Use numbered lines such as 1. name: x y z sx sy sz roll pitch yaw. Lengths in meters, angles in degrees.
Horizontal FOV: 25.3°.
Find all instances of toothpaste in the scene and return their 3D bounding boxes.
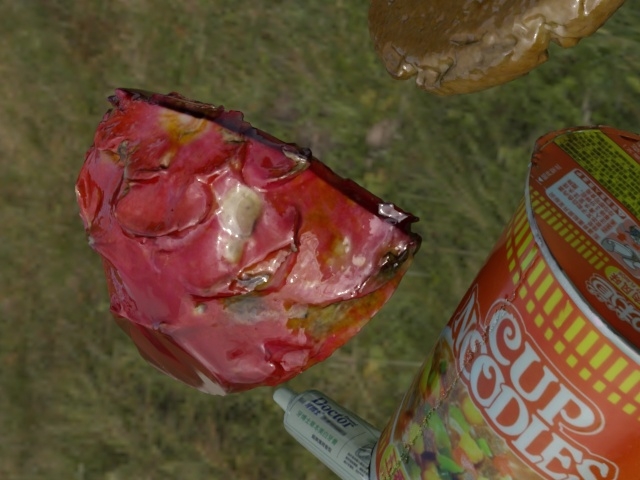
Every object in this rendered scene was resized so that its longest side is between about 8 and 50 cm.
1. toothpaste: 0.039 0.165 1.045 0.218 0.064 0.041 32 154 39

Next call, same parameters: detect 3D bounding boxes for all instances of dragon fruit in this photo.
1. dragon fruit: -0.067 0.005 0.905 0.262 0.163 0.189 7 92 45

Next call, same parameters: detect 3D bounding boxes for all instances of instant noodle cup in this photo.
1. instant noodle cup: 0.130 0.079 0.736 0.212 0.193 0.193 -56 42 37

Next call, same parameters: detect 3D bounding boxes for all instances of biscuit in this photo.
1. biscuit: 0.105 -0.168 0.732 0.226 0.042 0.226 -35 39 34
